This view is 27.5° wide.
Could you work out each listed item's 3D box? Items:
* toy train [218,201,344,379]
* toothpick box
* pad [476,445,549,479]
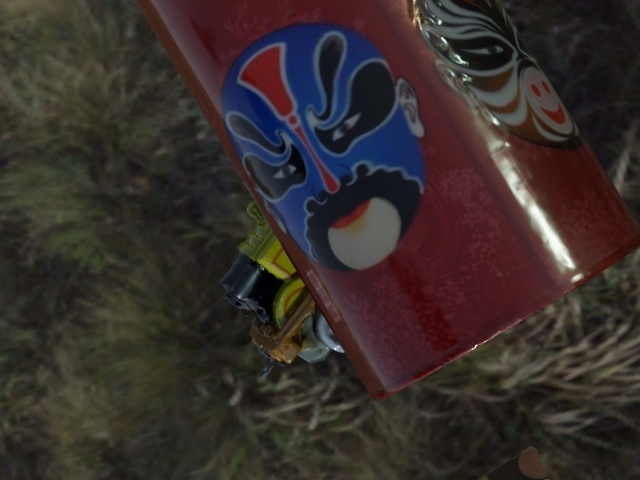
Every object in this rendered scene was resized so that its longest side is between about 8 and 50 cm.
[{"bbox_3d":[0.000,0.000,0.972,0.219,0.127,0.089,-54,16,-4],"label":"toy train"},{"bbox_3d":[0.033,-0.091,0.831,0.204,0.204,0.333,-36,83,38],"label":"toothpick box"},{"bbox_3d":[0.168,0.317,1.280,0.003,0.235,0.158,-27,86,51],"label":"pad"}]
